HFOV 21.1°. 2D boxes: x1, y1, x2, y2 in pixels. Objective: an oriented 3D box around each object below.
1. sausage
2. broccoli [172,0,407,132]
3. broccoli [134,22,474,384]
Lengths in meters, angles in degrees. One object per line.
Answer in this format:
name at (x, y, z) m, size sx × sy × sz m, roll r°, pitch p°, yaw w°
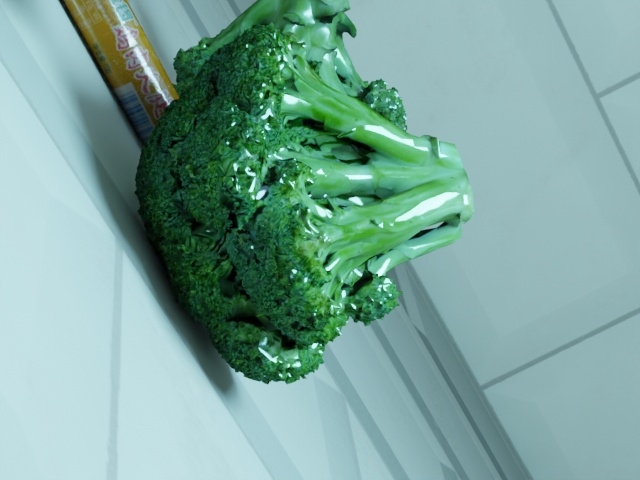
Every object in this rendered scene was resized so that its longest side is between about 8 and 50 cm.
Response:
sausage at (-0.201, -0.208, 1.589) m, size 0.347 × 0.053 × 0.053 m, roll 61°, pitch 7°, yaw -12°
broccoli at (-0.027, -0.165, 1.821) m, size 0.270 × 0.270 × 0.270 m, roll -66°, pitch 172°, yaw -81°
broccoli at (-0.019, -0.032, 1.457) m, size 0.308 × 0.275 × 0.307 m, roll 175°, pitch -90°, yaw -82°
